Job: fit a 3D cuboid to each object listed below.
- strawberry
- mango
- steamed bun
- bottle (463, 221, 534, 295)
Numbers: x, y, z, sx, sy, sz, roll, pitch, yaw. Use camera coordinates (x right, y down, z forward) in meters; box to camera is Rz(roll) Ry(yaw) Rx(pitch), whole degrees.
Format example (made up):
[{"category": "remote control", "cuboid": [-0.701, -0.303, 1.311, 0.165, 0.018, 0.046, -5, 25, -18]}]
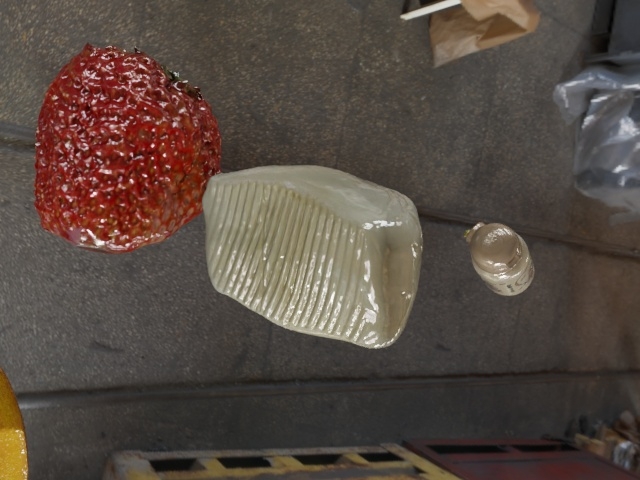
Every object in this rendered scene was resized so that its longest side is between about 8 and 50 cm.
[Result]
[{"category": "strawberry", "cuboid": [-0.322, -0.140, 0.936, 0.312, 0.267, 0.351, 20, 59, -17]}, {"category": "mango", "cuboid": [-0.655, 0.365, 1.056, 0.201, 0.199, 0.350, -17, 109, -7]}, {"category": "steamed bun", "cuboid": [0.005, 0.000, 0.903, 0.236, 0.383, 0.247, -22, 119, -49]}, {"category": "bottle", "cuboid": [0.315, 0.027, 0.988, 0.097, 0.110, 0.209, -49, 150, 4]}]
